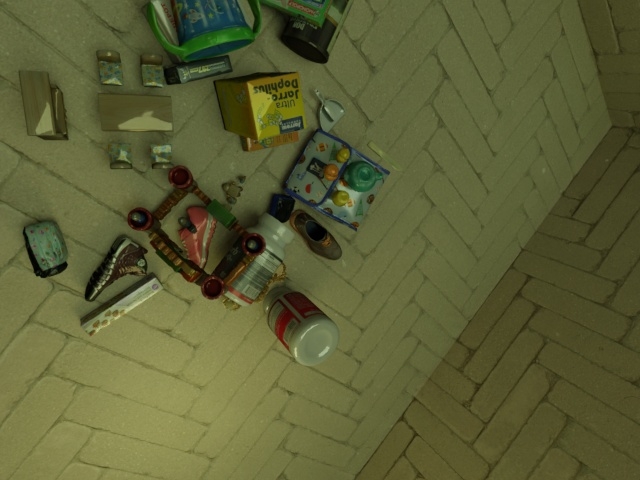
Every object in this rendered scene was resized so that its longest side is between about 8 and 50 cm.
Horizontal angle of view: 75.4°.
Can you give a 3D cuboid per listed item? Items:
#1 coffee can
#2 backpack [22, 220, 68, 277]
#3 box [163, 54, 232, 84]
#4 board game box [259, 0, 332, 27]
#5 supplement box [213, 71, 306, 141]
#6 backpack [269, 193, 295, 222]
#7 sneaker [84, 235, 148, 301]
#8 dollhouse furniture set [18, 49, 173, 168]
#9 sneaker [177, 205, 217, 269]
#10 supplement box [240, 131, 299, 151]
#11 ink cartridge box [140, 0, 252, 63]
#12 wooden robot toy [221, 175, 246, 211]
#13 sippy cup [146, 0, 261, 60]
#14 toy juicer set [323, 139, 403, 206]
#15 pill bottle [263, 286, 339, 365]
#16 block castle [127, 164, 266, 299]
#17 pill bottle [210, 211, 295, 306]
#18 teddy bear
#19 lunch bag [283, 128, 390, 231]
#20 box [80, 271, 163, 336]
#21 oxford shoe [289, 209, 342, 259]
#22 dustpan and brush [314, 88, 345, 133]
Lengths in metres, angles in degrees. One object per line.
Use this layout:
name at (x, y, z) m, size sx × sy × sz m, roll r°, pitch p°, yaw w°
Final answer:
coffee can at (-0.007, -0.867, 1.605) m, size 0.202 × 0.201 × 0.275 m, roll 21°, pitch 96°, yaw -36°
backpack at (-0.942, 0.025, 1.424) m, size 0.115 × 0.152 × 0.182 m, roll -20°, pitch 106°, yaw -31°
box at (-0.429, -0.587, 1.431) m, size 0.183 × 0.233 × 0.059 m, roll -24°, pitch 118°, yaw -23°
board game box at (-0.098, -0.933, 1.492) m, size 0.317 × 0.046 × 0.213 m, roll 26°, pitch 96°, yaw 7°
supplement box at (-0.228, -0.501, 1.515) m, size 0.194 × 0.356 × 0.195 m, roll -22°, pitch 119°, yaw -24°
backpack at (-0.176, -0.144, 1.848) m, size 0.098 × 0.101 × 0.120 m, roll 5°, pitch 111°, yaw -31°
sneaker at (-0.763, 0.133, 1.592) m, size 0.162 × 0.106 × 0.281 m, roll 34°, pitch 88°, yaw -40°
dollhouse furniture set at (-0.670, -0.406, 1.299) m, size 0.394 × 0.256 × 0.362 m, roll -6°, pitch 100°, yaw -23°
sneaker at (-0.525, 0.005, 1.702) m, size 0.136 × 0.116 × 0.313 m, roll 14°, pitch 94°, yaw -25°
supplement box at (-0.212, -0.430, 1.727) m, size 0.233 × 0.080 × 0.078 m, roll -19°, pitch 116°, yaw -22°
ink cartridge box at (-0.418, -0.751, 1.395) m, size 0.270 × 0.197 × 0.198 m, roll -37°, pitch 124°, yaw -15°
wooden robot toy at (-0.378, -0.207, 1.735) m, size 0.079 × 0.076 × 0.173 m, roll 25°, pitch 95°, yaw -1°
sippy cup at (-0.338, -0.680, 1.226) m, size 0.305 × 0.240 × 0.224 m, roll -52°, pitch 131°, yaw -60°
toy juicer set at (0.158, -0.304, 1.743) m, size 0.329 × 0.089 × 0.209 m, roll -32°, pitch 96°, yaw -11°
pill bottle at (-0.109, 0.373, 1.905) m, size 0.229 × 0.408 × 0.229 m, roll -12°, pitch 115°, yaw -27°
block castle at (-0.449, -0.024, 1.524) m, size 0.453 × 0.213 × 0.303 m, roll 42°, pitch 84°, yaw 4°
pill bottle at (-0.277, 0.076, 1.729) m, size 0.210 × 0.210 × 0.363 m, roll 41°, pitch 81°, yaw -36°
teddy bear at (-0.321, 0.181, 1.893) m, size 0.245 × 0.113 × 0.338 m, roll 44°, pitch 83°, yaw -18°
lunch bag at (0.064, -0.272, 1.876) m, size 0.385 × 0.239 × 0.327 m, roll 29°, pitch 92°, yaw -20°
box at (-0.787, 0.250, 1.646) m, size 0.324 × 0.067 × 0.063 m, roll -35°, pitch 124°, yaw -15°
oxford shoe at (0.000, 0.000, 1.995) m, size 0.364 × 0.133 × 0.130 m, roll 40°, pitch 85°, yaw -37°
dustpan and brush at (0.025, -0.585, 1.823) m, size 0.147 × 0.060 × 0.211 m, roll -49°, pitch 126°, yaw -6°
